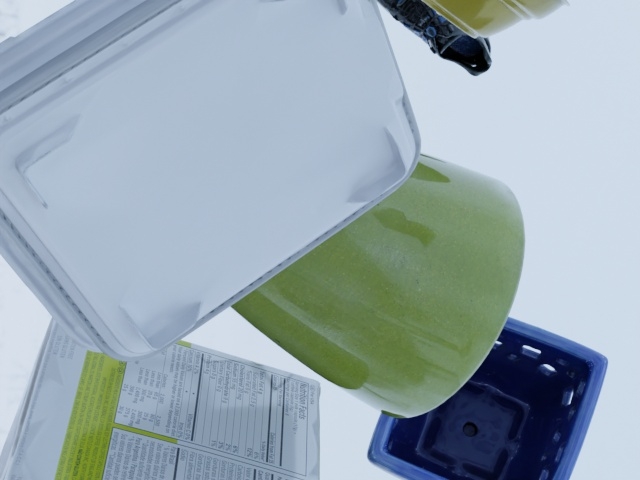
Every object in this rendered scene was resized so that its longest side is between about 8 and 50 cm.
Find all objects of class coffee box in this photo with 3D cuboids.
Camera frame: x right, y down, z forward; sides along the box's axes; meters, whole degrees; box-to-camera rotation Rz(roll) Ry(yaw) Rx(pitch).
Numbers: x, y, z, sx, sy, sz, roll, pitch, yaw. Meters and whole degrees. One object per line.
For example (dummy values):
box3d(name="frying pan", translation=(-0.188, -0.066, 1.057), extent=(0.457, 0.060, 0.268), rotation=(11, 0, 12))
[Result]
box3d(name="coffee box", translation=(-0.210, 0.342, 1.148), extent=(0.338, 0.334, 0.337), rotation=(-90, 23, -50))

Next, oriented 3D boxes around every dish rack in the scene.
box3d(name="dish rack", translation=(-0.075, -0.064, 0.729), extent=(0.072, 0.333, 0.285), rotation=(44, 165, 46))

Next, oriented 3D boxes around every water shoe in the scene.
box3d(name="water shoe", translation=(0.158, -0.296, 1.362), extent=(0.073, 0.203, 0.080), rotation=(-47, 33, 31))

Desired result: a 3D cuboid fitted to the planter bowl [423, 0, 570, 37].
box3d(name="planter bowl", translation=(0.156, -0.282, 1.092), extent=(0.090, 0.217, 0.217), rotation=(-54, 32, 16))

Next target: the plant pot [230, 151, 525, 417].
box3d(name="plant pot", translation=(0.000, 0.000, 1.008), extent=(0.275, 0.294, 0.274), rotation=(-46, 30, 36))

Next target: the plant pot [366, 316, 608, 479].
box3d(name="plant pot", translation=(0.206, 0.231, 1.305), extent=(0.212, 0.236, 0.236), rotation=(83, -150, -72))
